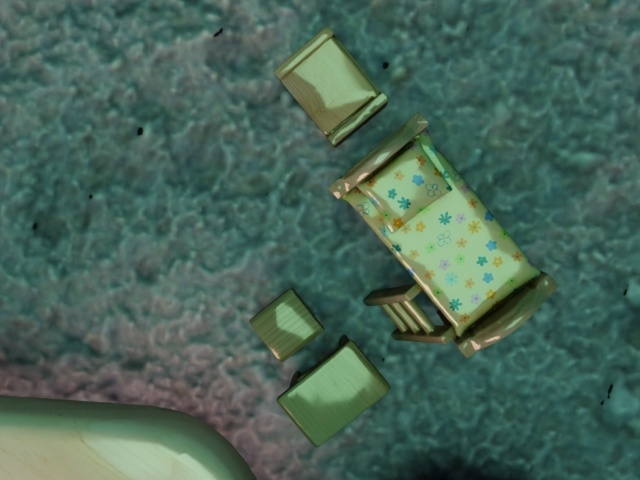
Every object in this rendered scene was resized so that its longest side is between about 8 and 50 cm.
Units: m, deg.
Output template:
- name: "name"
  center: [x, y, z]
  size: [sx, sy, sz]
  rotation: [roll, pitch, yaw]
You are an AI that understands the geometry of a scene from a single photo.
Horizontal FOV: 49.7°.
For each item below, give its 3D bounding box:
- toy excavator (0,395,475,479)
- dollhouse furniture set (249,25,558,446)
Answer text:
- name: "toy excavator"
  center: [0.010, 0.209, 0.341]
  size: [0.433, 0.222, 0.445]
  rotation: [-23, 92, 6]
- name: "dollhouse furniture set"
  center: [0.000, 0.000, 0.378]
  size: [0.161, 0.101, 0.182]
  rotation: [-40, 92, 5]
